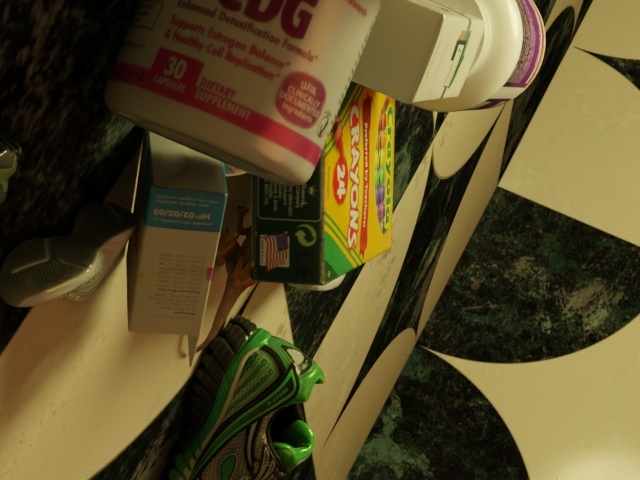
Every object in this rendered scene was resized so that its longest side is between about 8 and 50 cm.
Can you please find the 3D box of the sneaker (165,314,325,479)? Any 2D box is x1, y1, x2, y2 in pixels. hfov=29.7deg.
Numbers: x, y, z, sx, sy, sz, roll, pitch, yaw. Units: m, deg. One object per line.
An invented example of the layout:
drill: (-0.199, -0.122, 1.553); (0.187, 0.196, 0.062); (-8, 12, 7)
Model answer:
sneaker: (-0.096, 0.266, 1.448); (0.134, 0.146, 0.344); (-44, 155, -57)

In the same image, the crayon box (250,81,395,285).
crayon box: (0.017, -0.076, 1.301); (0.318, 0.081, 0.202); (-25, 117, -71)

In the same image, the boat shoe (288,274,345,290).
boat shoe: (0.000, 0.000, 1.535); (0.226, 0.083, 0.076); (-60, 159, -73)

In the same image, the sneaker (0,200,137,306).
sneaker: (-0.185, 0.023, 0.889); (0.152, 0.053, 0.061); (-41, 155, -61)

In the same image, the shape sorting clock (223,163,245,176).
shape sorting clock: (-0.051, -0.147, 1.022); (0.206, 0.040, 0.206); (-33, 143, -29)

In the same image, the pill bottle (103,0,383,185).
pill bottle: (-0.031, -0.196, 0.859); (0.160, 0.160, 0.283); (28, 83, -77)

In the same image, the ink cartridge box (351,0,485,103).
ink cartridge box: (0.060, -0.207, 1.197); (0.093, 0.160, 0.219); (-69, 167, 15)

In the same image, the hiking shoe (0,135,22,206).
hiking shoe: (-0.232, 0.012, 0.618); (0.227, 0.086, 0.114); (-40, 148, -63)

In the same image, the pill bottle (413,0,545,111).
pill bottle: (0.172, -0.251, 1.498); (0.181, 0.181, 0.323); (-69, 166, 13)

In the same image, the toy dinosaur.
toy dinosaur: (-0.084, 0.036, 1.273); (0.211, 0.064, 0.112); (-64, 168, -3)

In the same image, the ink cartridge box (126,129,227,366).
ink cartridge box: (-0.122, 0.004, 0.982); (0.104, 0.061, 0.181); (-103, -158, -52)
